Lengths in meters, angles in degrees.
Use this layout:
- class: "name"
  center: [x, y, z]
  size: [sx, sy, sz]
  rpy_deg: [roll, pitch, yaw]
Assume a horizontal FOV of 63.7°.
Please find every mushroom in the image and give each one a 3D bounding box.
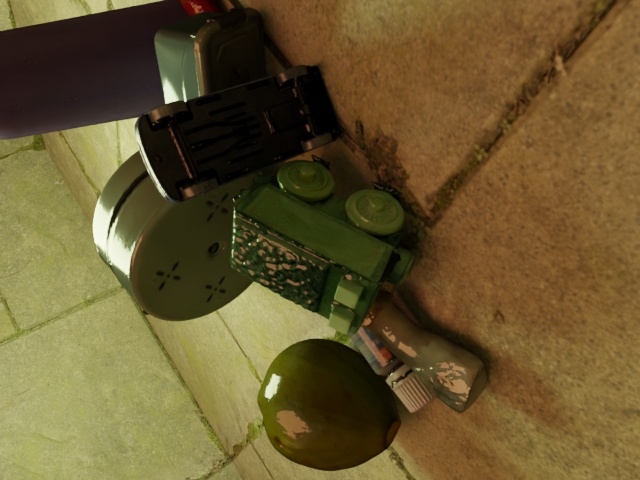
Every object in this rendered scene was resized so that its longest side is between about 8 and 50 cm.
- class: "mushroom"
  center: [0.145, 0.157, 0.777]
  size: [0.223, 0.081, 0.092]
  rpy_deg: [39, 175, 26]

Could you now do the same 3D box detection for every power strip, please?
- class: "power strip"
  center: [-0.249, -0.015, 0.987]
  size: [0.161, 0.357, 0.358]
  rpy_deg: [39, 142, 31]

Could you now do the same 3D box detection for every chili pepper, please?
- class: "chili pepper"
  center: [-0.216, -0.431, 0.910]
  size: [0.272, 0.063, 0.071]
  rpy_deg: [59, 162, 1]

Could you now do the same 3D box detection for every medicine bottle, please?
- class: "medicine bottle"
  center: [0.115, 0.183, 0.857]
  size: [0.203, 0.083, 0.083]
  rpy_deg: [54, 148, 14]

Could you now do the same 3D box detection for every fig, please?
- class: "fig"
  center: [0.022, 0.308, 0.959]
  size: [0.271, 0.239, 0.240]
  rpy_deg: [3, 116, 40]

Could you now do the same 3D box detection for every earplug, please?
- class: "earplug"
  center: [-0.444, -0.312, 0.958]
  size: [0.215, 0.455, 0.215]
  rpy_deg: [35, 137, 41]

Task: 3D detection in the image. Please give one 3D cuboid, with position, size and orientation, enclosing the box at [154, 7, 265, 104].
- class: "box"
  center: [-0.170, -0.260, 0.850]
  size: [0.130, 0.162, 0.227]
  rpy_deg: [21, 133, 20]

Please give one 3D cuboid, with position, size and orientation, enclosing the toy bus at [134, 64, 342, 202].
- class: "toy bus"
  center: [-0.120, -0.154, 0.749]
  size: [0.133, 0.292, 0.126]
  rpy_deg: [-3, 110, 60]

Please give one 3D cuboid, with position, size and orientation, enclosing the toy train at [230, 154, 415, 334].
- class: "toy train"
  center: [0.000, 0.000, 0.751]
  size: [0.271, 0.188, 0.159]
  rpy_deg: [27, 139, 10]
